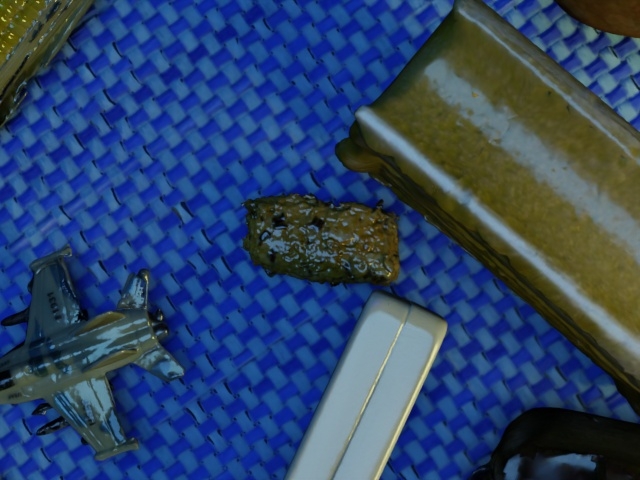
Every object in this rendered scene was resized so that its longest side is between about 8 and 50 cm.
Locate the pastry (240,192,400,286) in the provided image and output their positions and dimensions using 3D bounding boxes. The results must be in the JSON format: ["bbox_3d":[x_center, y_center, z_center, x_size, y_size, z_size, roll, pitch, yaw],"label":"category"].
[{"bbox_3d":[0.000,0.000,1.049,0.140,0.056,0.080,0,77,6],"label":"pastry"}]

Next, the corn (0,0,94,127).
[{"bbox_3d":[-0.275,-0.220,1.052,0.305,0.122,0.123,-51,129,4],"label":"corn"}]

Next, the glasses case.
[{"bbox_3d":[0.011,0.193,1.006,0.070,0.131,0.312,25,91,4],"label":"glasses case"}]

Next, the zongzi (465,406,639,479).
[{"bbox_3d":[0.292,0.363,0.962,0.404,0.208,0.432,10,99,7],"label":"zongzi"}]

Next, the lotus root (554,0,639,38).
[{"bbox_3d":[0.294,-0.308,0.958,0.250,0.316,0.316,-3,88,22],"label":"lotus root"}]

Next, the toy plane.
[{"bbox_3d":[-0.254,0.116,1.057,0.262,0.088,0.192,-22,82,13],"label":"toy plane"}]

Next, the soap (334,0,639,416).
[{"bbox_3d":[0.177,-0.018,0.921,0.335,0.293,0.156,42,89,5],"label":"soap"}]
